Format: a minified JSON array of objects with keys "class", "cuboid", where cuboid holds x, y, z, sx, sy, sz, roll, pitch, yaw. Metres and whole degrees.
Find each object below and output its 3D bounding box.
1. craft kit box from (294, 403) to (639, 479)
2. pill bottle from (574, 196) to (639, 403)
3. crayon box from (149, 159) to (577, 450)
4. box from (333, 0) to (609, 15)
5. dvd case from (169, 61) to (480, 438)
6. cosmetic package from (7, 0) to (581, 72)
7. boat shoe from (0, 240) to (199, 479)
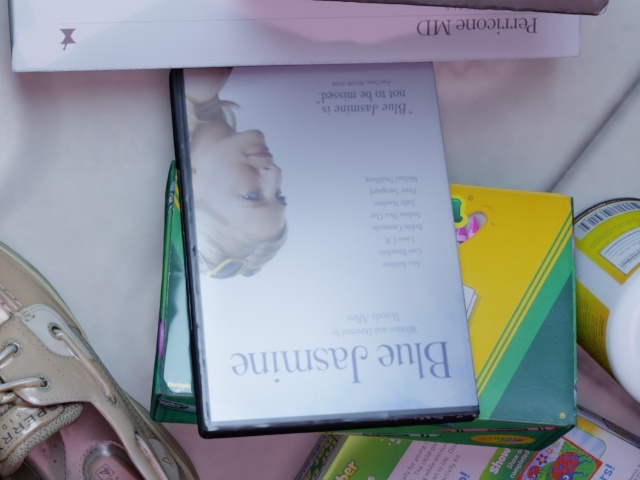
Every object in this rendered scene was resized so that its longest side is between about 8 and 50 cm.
[{"class":"craft kit box","cuboid":[0.102,0.214,1.322,0.246,0.061,0.250,29,98,-18]},{"class":"pill bottle","cuboid":[0.235,0.048,1.216,0.117,0.215,0.117,-2,105,-9]},{"class":"crayon box","cuboid":[0.029,0.045,1.206,0.278,0.081,0.165,5,70,-8]},{"class":"box","cuboid":[0.058,-0.227,1.042,0.203,0.167,0.168,1,105,-10]},{"class":"dvd case","cuboid":[0.000,0.000,1.161,0.180,0.022,0.253,-3,71,-11]},{"class":"cosmetic package","cuboid":[-0.018,-0.258,1.157,0.377,0.097,0.284,-2,103,-10]},{"class":"boat shoe","cuboid":[-0.201,0.105,1.210,0.121,0.110,0.341,-45,107,3]}]
